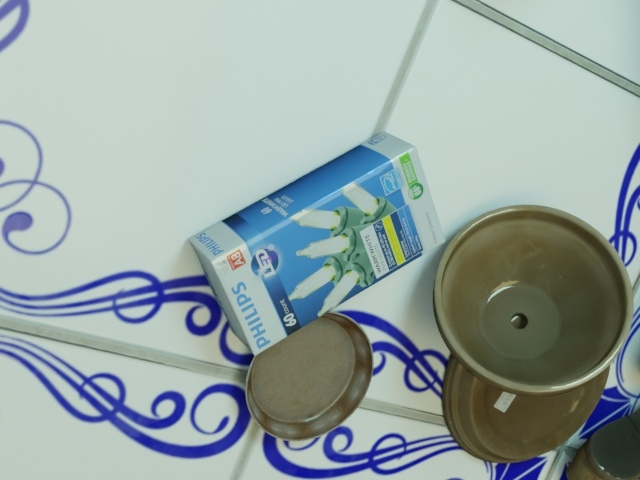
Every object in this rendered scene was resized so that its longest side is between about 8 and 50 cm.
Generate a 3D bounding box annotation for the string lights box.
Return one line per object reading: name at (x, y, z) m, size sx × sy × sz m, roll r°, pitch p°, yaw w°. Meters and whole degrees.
string lights box at (0.000, 0.000, 1.112) m, size 0.260 × 0.077 × 0.133 m, roll -30°, pitch 120°, yaw -15°

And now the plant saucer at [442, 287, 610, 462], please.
plant saucer at (0.291, 0.185, 1.353) m, size 0.278 × 0.041 × 0.277 m, roll -9°, pitch 112°, yaw -24°

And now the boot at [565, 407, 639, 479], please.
boot at (0.491, 0.296, 1.469) m, size 0.306 × 0.112 × 0.115 m, roll -11°, pitch 151°, yaw -25°

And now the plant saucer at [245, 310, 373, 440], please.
plant saucer at (-0.016, 0.158, 1.188) m, size 0.169 × 0.029 × 0.168 m, roll -9°, pitch 110°, yaw -25°

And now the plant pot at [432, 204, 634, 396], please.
plant pot at (0.254, 0.084, 1.226) m, size 0.237 × 0.237 × 0.109 m, roll -36°, pitch 161°, yaw -12°
